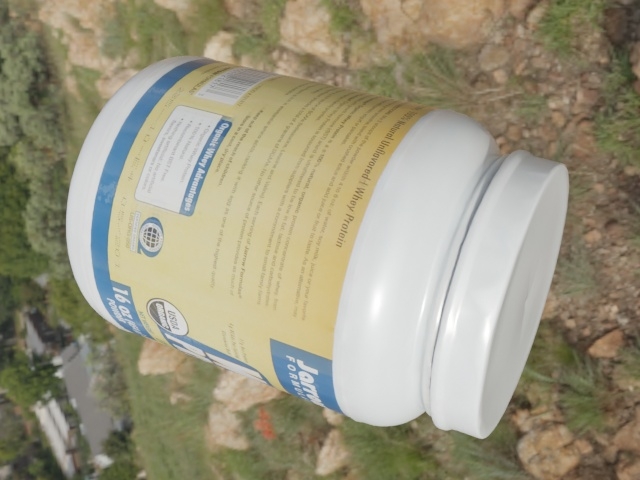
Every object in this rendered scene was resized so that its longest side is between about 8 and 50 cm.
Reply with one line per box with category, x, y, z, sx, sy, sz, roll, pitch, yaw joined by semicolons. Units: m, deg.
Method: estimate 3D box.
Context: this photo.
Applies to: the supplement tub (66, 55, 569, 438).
supplement tub;0.000;0.000;0.390;0.200;0.144;0.144;17;115;23
